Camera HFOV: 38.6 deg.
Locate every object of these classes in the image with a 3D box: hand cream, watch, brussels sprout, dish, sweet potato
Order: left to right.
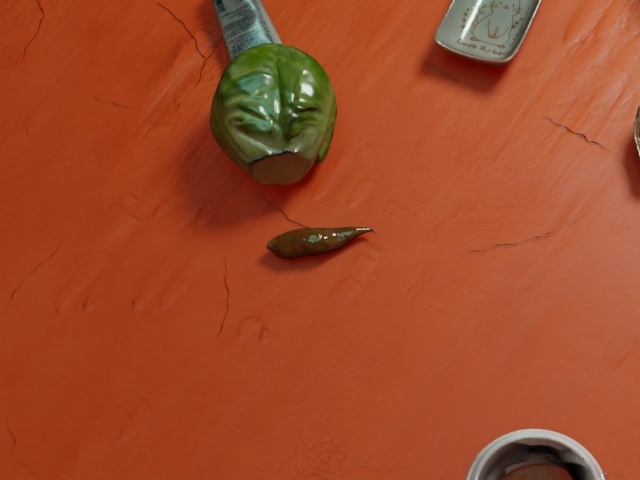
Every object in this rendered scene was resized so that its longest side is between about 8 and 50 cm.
[{"bbox_3d":[-0.135,-0.393,1.754,0.124,0.078,0.341,-23,75,6],"label":"hand cream"},{"bbox_3d":[-0.080,-0.222,1.602,0.244,0.244,0.244,-5,71,14],"label":"brussels sprout"},{"bbox_3d":[0.000,0.000,1.581,0.194,0.056,0.056,-8,70,8],"label":"sweet potato"},{"bbox_3d":[0.309,-0.402,1.619,0.151,0.077,0.212,22,79,23],"label":"dish"},{"bbox_3d":[0.337,0.401,1.308,0.244,0.196,0.231,-11,48,11],"label":"watch"}]

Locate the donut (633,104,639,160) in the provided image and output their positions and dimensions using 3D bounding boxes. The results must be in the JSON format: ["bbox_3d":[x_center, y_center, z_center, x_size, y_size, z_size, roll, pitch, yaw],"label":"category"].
[{"bbox_3d":[0.575,-0.158,1.467,0.146,0.078,0.181,-22,74,8],"label":"donut"}]
